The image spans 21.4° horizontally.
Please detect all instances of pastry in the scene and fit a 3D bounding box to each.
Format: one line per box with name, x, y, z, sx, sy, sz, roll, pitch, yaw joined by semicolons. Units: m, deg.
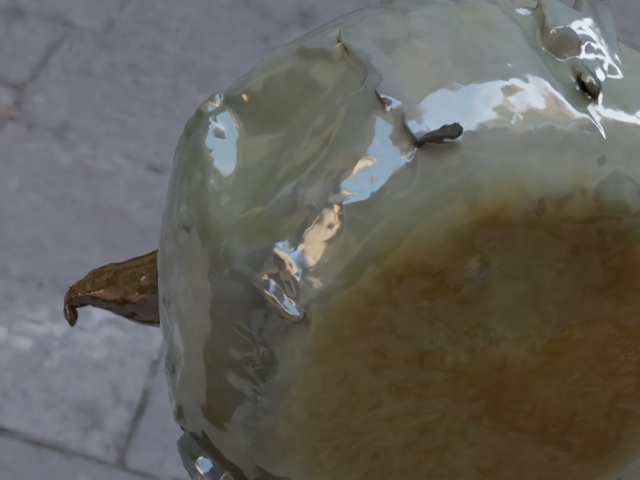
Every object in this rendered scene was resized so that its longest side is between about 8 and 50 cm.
pastry;0.035;0.013;0.443;0.166;0.166;0.088;8;33;-21

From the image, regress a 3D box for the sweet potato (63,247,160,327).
sweet potato;0.000;0.000;0.655;0.206;0.068;0.060;-16;76;-5
